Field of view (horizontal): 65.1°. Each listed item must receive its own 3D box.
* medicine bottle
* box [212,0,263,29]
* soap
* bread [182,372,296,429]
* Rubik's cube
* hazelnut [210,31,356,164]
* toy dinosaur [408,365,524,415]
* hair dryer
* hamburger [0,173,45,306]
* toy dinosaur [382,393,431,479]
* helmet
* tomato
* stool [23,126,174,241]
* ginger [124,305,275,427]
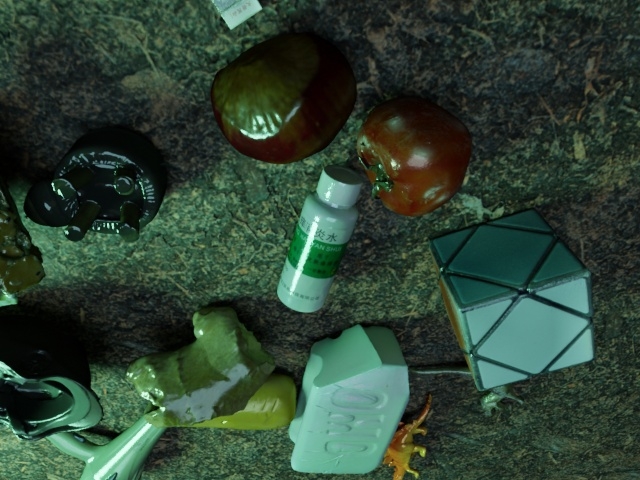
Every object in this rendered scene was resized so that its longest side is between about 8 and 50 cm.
[{"bbox_3d":[0.000,0.000,0.854,0.095,0.095,0.259,13,119,-12],"label":"medicine bottle"},{"bbox_3d":[-0.122,-0.336,0.672,0.054,0.024,0.083,-28,120,12],"label":"box"},{"bbox_3d":[0.064,0.341,1.060,0.209,0.115,0.346,7,122,-12],"label":"soap"},{"bbox_3d":[-0.204,0.343,1.066,0.306,0.091,0.141,5,117,-7],"label":"bread"},{"bbox_3d":[0.326,0.099,0.871,0.205,0.205,0.207,-17,121,7],"label":"Rubik's cube"},{"bbox_3d":[-0.059,-0.194,0.704,0.202,0.161,0.170,6,116,37],"label":"hazelnut"},{"bbox_3d":[0.353,0.300,1.085,0.252,0.072,0.200,29,127,-31],"label":"toy dinosaur"},{"bbox_3d":[-0.472,0.430,1.110,0.296,0.119,0.298,-29,107,7],"label":"hair dryer"},{"bbox_3d":[-0.522,-0.026,0.704,0.192,0.168,0.287,-31,111,-31],"label":"hamburger"},{"bbox_3d":[0.190,0.476,1.189,0.117,0.070,0.288,5,117,-6],"label":"toy dinosaur"},{"bbox_3d":[-0.546,0.240,0.927,0.306,0.177,0.224,13,128,-23],"label":"helmet"},{"bbox_3d":[0.144,-0.121,0.744,0.152,0.187,0.186,-24,124,-15],"label":"tomato"},{"bbox_3d":[-0.337,-0.064,0.766,0.228,0.139,0.153,-36,120,17],"label":"stool"},{"bbox_3d":[-0.224,0.238,0.948,0.276,0.130,0.221,-3,92,-9],"label":"ginger"}]
